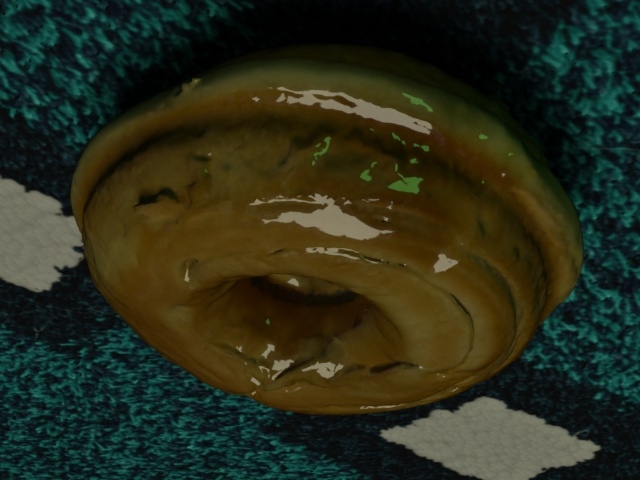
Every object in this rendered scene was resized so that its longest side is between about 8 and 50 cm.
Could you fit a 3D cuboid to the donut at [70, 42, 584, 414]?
[{"bbox_3d":[0.000,0.000,1.186,0.449,0.198,0.449,8,146,6],"label":"donut"}]
